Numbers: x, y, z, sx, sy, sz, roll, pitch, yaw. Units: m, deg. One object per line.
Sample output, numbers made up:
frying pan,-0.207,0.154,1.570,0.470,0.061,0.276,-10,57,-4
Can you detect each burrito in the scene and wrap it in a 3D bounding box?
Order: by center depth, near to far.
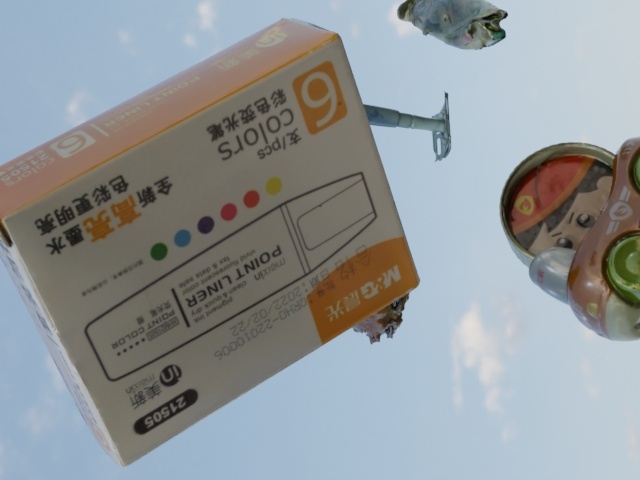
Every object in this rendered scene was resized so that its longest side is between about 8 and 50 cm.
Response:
burrito,0.219,-0.372,2.142,0.066,0.309,0.096,26,-82,-29

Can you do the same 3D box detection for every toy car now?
toy car,0.297,-0.013,1.393,0.145,0.235,0.235,55,-146,-57

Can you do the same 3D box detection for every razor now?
razor,0.061,-0.121,1.265,0.040,0.135,0.068,107,168,-49

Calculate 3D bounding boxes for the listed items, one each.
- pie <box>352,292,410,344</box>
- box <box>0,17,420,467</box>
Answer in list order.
pie,-0.001,0.001,1.535,0.085,0.308,0.308,-46,-50,-24
box,-0.079,-0.004,0.906,0.274,0.091,0.221,-33,-58,-18
